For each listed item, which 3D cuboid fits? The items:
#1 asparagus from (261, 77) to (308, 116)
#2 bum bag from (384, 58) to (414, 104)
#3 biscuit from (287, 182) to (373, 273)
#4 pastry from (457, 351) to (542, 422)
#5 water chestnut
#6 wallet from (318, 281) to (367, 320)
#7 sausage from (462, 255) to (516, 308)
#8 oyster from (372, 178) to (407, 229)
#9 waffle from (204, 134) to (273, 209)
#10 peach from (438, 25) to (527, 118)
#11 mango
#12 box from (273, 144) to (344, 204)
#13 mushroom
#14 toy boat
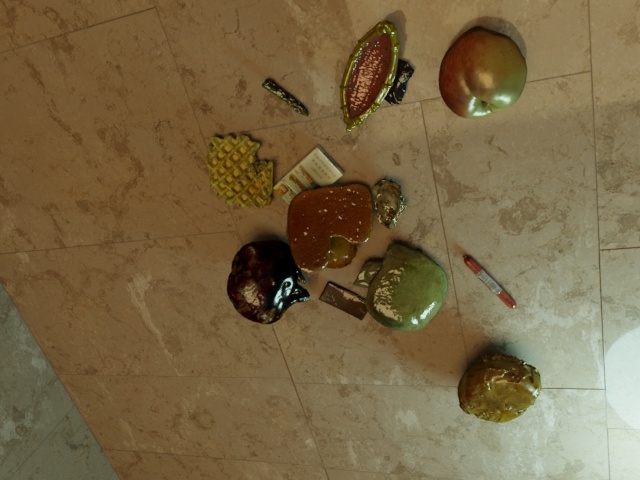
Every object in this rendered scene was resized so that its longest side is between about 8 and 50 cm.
[{"bbox_3d":[-0.101,-0.422,1.662,0.165,0.036,0.030,38,133,-6],"label":"asparagus"},{"bbox_3d":[0.216,-0.433,1.542,0.058,0.034,0.124,30,126,18],"label":"bum bag"},{"bbox_3d":[0.034,-0.038,1.736,0.277,0.052,0.262,-10,84,1],"label":"biscuit"},{"bbox_3d":[0.603,0.485,1.885,0.255,0.161,0.310,19,135,-5],"label":"pastry"},{"bbox_3d":[-0.180,0.141,1.899,0.244,0.289,0.289,-6,118,17],"label":"water chestnut"},{"bbox_3d":[0.088,0.217,1.990,0.176,0.026,0.095,28,123,1],"label":"wallet"},{"bbox_3d":[0.538,0.133,1.772,0.253,0.034,0.034,44,124,-9],"label":"sausage"},{"bbox_3d":[0.215,-0.109,1.729,0.105,0.056,0.177,6,122,30],"label":"oyster"},{"bbox_3d":[-0.266,-0.224,1.829,0.250,0.056,0.261,15,126,17],"label":"waffle"},{"bbox_3d":[0.403,-0.427,1.400,0.233,0.232,0.232,9,123,15],"label":"peach"},{"bbox_3d":[0.000,0.000,1.832,0.249,0.151,0.156,27,94,10],"label":"mango"},{"bbox_3d":[-0.040,-0.193,1.782,0.122,0.032,0.220,45,124,-10],"label":"box"},{"bbox_3d":[0.262,0.151,1.792,0.292,0.212,0.217,34,133,6],"label":"mushroom"},{"bbox_3d":[0.132,-0.451,1.527,0.141,0.099,0.317,27,128,7],"label":"toy boat"}]
